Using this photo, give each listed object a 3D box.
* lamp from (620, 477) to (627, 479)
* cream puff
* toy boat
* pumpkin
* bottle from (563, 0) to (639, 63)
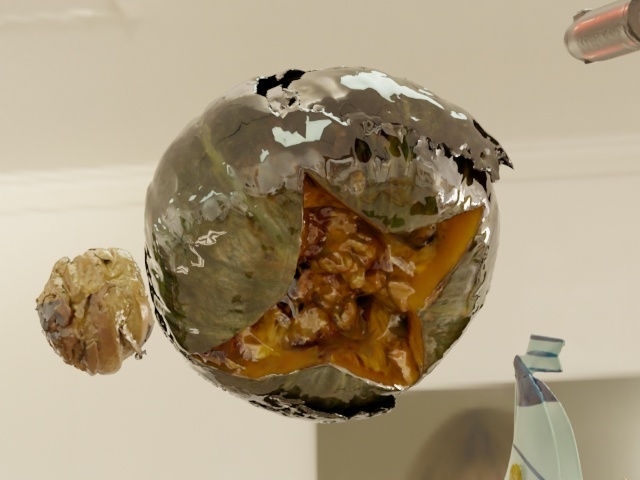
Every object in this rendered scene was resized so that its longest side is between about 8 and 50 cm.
[{"bbox_3d":[0.219,0.212,1.134,0.107,0.092,0.107,-24,-13,-6],"label":"lamp"},{"bbox_3d":[-0.223,0.069,1.593,0.104,0.119,0.133,-29,21,-33],"label":"cream puff"},{"bbox_3d":[0.195,0.226,1.449,0.067,0.291,0.220,13,-16,-22],"label":"toy boat"},{"bbox_3d":[0.000,0.000,1.365,0.320,0.192,0.320,-12,-53,-16],"label":"pumpkin"},{"bbox_3d":[0.296,-0.214,1.653,0.060,0.060,0.164,5,-3,-16],"label":"bottle"}]
